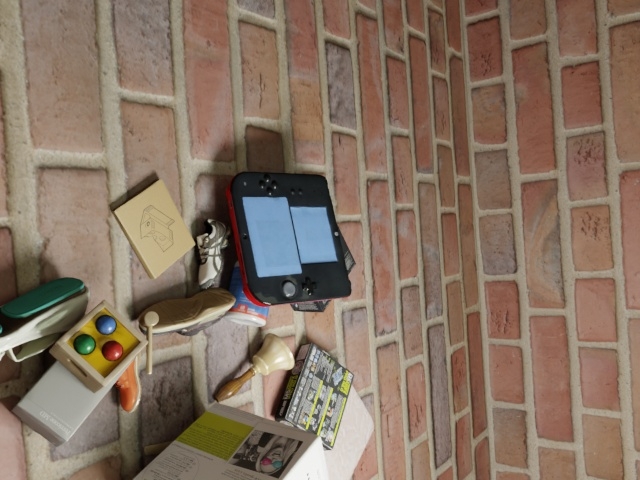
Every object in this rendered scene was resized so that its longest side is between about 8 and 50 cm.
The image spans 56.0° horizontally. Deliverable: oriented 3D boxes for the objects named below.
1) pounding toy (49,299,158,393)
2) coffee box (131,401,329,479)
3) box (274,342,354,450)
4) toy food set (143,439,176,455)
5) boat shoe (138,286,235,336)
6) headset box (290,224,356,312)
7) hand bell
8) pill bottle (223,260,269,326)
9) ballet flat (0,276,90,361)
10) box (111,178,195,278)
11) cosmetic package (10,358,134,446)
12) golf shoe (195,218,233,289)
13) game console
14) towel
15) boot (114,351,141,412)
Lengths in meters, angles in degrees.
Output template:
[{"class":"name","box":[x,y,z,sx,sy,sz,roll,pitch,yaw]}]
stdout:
[{"class":"pounding toy","box":[-0.407,0.209,1.243,0.181,0.094,0.206,46,50,-7]},{"class":"coffee box","box":[-0.200,0.653,1.437,0.334,0.338,0.337,-39,127,-47]},{"class":"box","box":[-0.013,0.496,1.917,0.216,0.060,0.270,41,50,-27]},{"class":"toy food set","box":[-0.382,0.598,1.486,0.132,0.039,0.191,7,82,-53]},{"class":"boat shoe","box":[-0.337,0.199,1.531,0.285,0.103,0.092,-19,135,-52]},{"class":"headset box","box":[-0.039,0.043,1.915,0.246,0.131,0.283,-54,128,-40]},{"class":"hand bell","box":[-0.204,0.382,1.717,0.242,0.126,0.126,-33,114,-35]},{"class":"pill bottle","box":[-0.194,0.124,1.706,0.124,0.124,0.221,31,63,-48]},{"class":"ballet flat","box":[-0.615,0.188,1.146,0.400,0.139,0.139,-23,106,-53]},{"class":"box","box":[-0.413,-0.029,1.509,0.164,0.021,0.201,-48,125,-44]},{"class":"cosmetic package","box":[-0.508,0.293,1.258,0.127,0.107,0.238,41,48,-12]},{"class":"golf shoe","box":[-0.306,0.033,1.616,0.094,0.077,0.198,35,53,-34]},{"class":"game console","box":[-0.085,-0.011,1.705,0.342,0.060,0.386,-4,75,-32]},{"class":"towel","box":[0.050,0.654,2.040,0.332,0.054,0.316,-51,122,-42]},{"class":"boot","box":[-0.462,0.321,1.390,0.085,0.059,0.157,6,74,-50]}]
